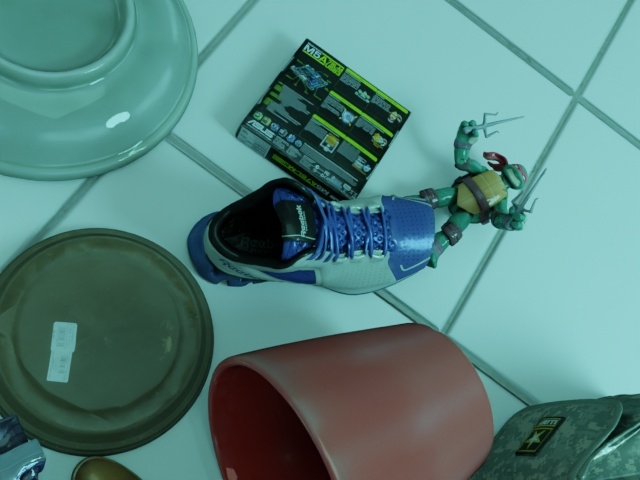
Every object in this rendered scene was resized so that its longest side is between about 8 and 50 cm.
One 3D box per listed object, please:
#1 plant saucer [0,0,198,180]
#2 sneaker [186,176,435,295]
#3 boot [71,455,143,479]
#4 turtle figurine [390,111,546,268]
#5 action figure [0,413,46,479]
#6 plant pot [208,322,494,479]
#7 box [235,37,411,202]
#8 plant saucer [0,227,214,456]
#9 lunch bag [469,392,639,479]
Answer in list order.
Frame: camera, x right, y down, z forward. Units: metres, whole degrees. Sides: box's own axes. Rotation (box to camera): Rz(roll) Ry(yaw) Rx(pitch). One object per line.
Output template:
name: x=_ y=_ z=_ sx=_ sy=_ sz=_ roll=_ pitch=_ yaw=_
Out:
plant saucer: x=-0.348 y=-0.275 z=1.038 sx=0.401 sy=0.100 sz=0.400 roll=6 pitch=70 yaw=-17
sneaker: x=-0.001 y=0.000 z=0.992 sx=0.316 sy=0.182 sz=0.127 roll=-2 pitch=82 yaw=-11
boot: x=-0.183 y=0.300 z=0.858 sx=0.197 sy=0.152 sz=0.073 roll=46 pitch=63 yaw=1
turtle figurine: x=0.222 y=-0.066 z=1.148 sx=0.234 sy=0.118 sz=0.175 roll=-31 pitch=65 yaw=-9
action figure: x=-0.263 y=0.317 z=0.824 sx=0.285 sy=0.185 sz=0.099 roll=38 pitch=41 yaw=15
plant pot: x=0.043 y=0.220 z=0.919 sx=0.243 sy=0.275 sz=0.274 roll=-18 pitch=78 yaw=-32
box: x=0.007 y=-0.165 z=1.151 sx=0.191 sy=0.045 sz=0.184 roll=34 pitch=62 yaw=-4
plant saucer: x=-0.261 y=0.112 z=0.963 sx=0.278 sy=0.041 sz=0.277 roll=6 pitch=71 yaw=-17
lunch bag: x=0.346 y=0.277 z=1.002 sx=0.287 sy=0.235 sz=0.168 roll=-6 pitch=79 yaw=-21
